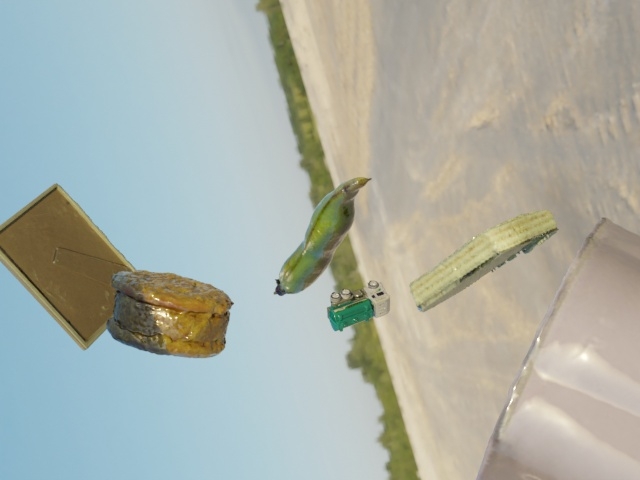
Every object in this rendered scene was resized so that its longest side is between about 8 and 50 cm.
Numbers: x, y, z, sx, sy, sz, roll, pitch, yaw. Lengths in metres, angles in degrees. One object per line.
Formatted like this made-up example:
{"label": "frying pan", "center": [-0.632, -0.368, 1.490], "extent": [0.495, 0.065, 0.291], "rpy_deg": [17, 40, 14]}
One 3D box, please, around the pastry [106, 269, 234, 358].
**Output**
{"label": "pastry", "center": [-0.228, 0.111, 1.353], "extent": [0.189, 0.189, 0.103], "rpy_deg": [-88, 11, -85]}

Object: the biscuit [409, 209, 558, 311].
{"label": "biscuit", "center": [0.215, 0.036, 1.304], "extent": [0.252, 0.150, 0.052], "rpy_deg": [-43, 72, 49]}

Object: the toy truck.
{"label": "toy truck", "center": [0.047, 0.083, 1.113], "extent": [0.044, 0.083, 0.039], "rpy_deg": [49, 150, 48]}

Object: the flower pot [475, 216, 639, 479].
{"label": "flower pot", "center": [0.272, 0.142, 0.678], "extent": [0.265, 0.243, 0.265], "rpy_deg": [-51, -27, -39]}

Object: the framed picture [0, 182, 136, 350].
{"label": "framed picture", "center": [-0.457, 0.044, 1.644], "extent": [0.265, 0.018, 0.192], "rpy_deg": [50, -132, -10]}

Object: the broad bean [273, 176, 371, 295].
{"label": "broad bean", "center": [0.000, 0.000, 1.446], "extent": [0.061, 0.077, 0.339], "rpy_deg": [57, 140, 24]}
